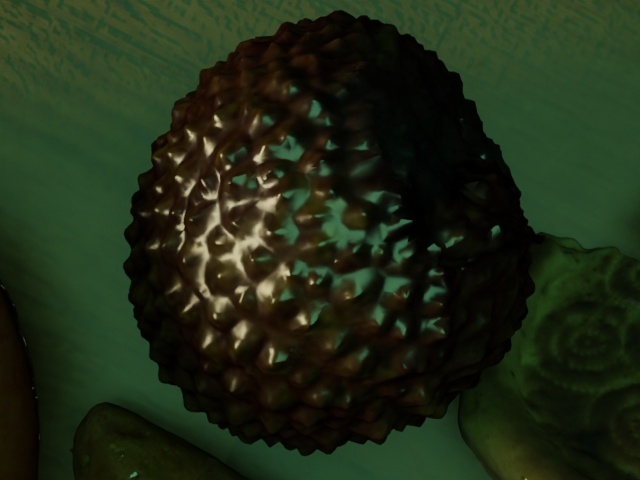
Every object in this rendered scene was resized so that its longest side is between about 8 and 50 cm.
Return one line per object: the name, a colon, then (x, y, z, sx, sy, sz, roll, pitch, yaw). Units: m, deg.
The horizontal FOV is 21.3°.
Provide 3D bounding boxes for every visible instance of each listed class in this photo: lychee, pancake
lychee: (0.000, 0.000, 0.721, 0.188, 0.188, 0.188, 0, 87, 1)
pancake: (0.176, 0.055, 0.734, 0.235, 0.029, 0.212, -20, 48, -6)

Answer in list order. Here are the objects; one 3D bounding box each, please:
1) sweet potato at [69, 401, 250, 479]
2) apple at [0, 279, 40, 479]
sweet potato: (-0.024, 0.173, 0.755, 0.251, 0.097, 0.097, 45, 89, 7)
apple: (-0.250, 0.071, 0.707, 0.251, 0.206, 0.272, -9, 88, 4)
